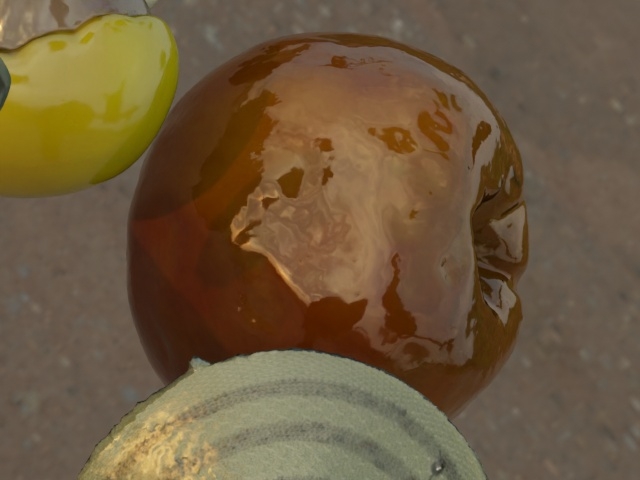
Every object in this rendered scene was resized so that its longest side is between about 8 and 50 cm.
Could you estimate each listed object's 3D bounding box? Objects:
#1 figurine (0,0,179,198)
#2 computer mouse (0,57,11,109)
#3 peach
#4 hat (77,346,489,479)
[{"bbox_3d":[-0.210,-0.200,1.245,0.187,0.215,0.344,6,79,-67],"label":"figurine"},{"bbox_3d":[-0.248,-0.062,0.908,0.056,0.181,0.089,60,-3,28],"label":"computer mouse"},{"bbox_3d":[0.000,0.000,1.440,0.343,0.301,0.343,2,90,-66],"label":"peach"},{"bbox_3d":[-0.017,0.188,0.925,0.252,0.252,0.110,38,8,-16],"label":"hat"}]
